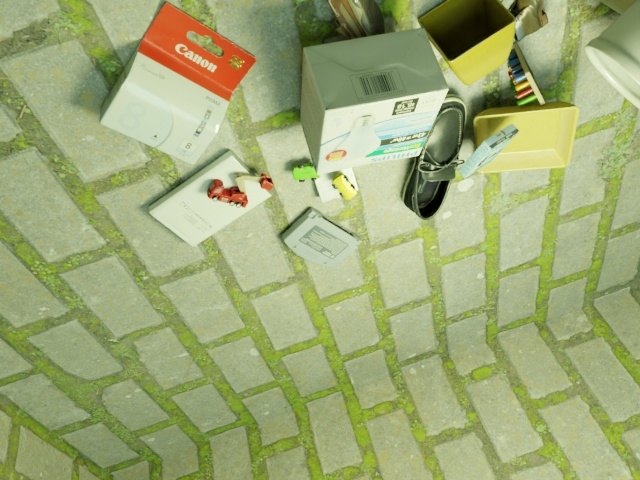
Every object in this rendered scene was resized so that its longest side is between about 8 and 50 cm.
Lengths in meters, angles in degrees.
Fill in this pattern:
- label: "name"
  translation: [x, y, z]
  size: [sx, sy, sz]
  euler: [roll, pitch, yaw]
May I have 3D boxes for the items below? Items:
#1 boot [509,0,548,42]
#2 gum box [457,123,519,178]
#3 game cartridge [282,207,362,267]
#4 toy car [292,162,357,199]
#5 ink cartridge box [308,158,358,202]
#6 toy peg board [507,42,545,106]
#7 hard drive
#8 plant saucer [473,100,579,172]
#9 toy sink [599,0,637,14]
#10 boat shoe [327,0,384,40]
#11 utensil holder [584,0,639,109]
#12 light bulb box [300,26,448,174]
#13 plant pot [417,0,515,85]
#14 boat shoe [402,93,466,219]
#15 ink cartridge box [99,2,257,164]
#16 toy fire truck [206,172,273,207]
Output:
- label: "boot"
  translation: [0.618, -0.708, 1.727]
  size: [0.106, 0.082, 0.219]
  euler: [-39, 135, 15]
- label: "gum box"
  translation: [0.577, -0.306, 1.939]
  size: [0.157, 0.041, 0.184]
  euler: [-31, 167, -27]
- label: "game cartridge"
  translation: [0.000, 0.000, 2.225]
  size: [0.198, 0.062, 0.297]
  euler: [-38, 134, 24]
- label: "toy car"
  translation: [0.013, -0.251, 1.960]
  size: [0.225, 0.053, 0.238]
  euler: [-7, 118, -6]
- label: "ink cartridge box"
  translation: [0.045, -0.239, 2.027]
  size: [0.146, 0.045, 0.179]
  euler: [-19, 118, 0]
- label: "toy peg board"
  translation: [0.662, -0.536, 1.867]
  size: [0.079, 0.161, 0.161]
  euler: [-25, 138, 27]
- label: "hard drive"
  translation: [-0.380, -0.138, 1.955]
  size: [0.353, 0.047, 0.233]
  euler: [-32, 135, 13]
- label: "plant saucer"
  translation: [0.722, -0.376, 2.006]
  size: [0.333, 0.080, 0.332]
  euler: [-2, 151, 16]
- label: "toy sink"
  translation: [1.032, -0.767, 1.767]
  size: [0.234, 0.152, 0.131]
  euler: [5, 131, -23]
- label: "boat shoe"
  translation: [0.102, -0.632, 1.610]
  size: [0.117, 0.123, 0.324]
  euler: [3, 153, 25]
- label: "utensil holder"
  translation: [1.024, -0.591, 1.604]
  size: [0.328, 0.327, 0.385]
  euler: [27, 116, -37]
- label: "light bulb box"
  translation: [0.137, -0.399, 1.670]
  size: [0.358, 0.225, 0.361]
  euler: [-12, 160, -8]
- label: "plant pot"
  translation: [0.453, -0.602, 1.699]
  size: [0.212, 0.212, 0.187]
  euler: [-31, 149, 11]
- label: "boat shoe"
  translation: [0.419, -0.284, 2.024]
  size: [0.187, 0.156, 0.500]
  euler: [-2, 132, -15]
- label: "ink cartridge box"
  translation: [-0.406, -0.431, 1.626]
  size: [0.308, 0.091, 0.385]
  euler: [23, 123, -36]
- label: "toy fire truck"
  translation: [-0.270, -0.177, 1.888]
  size: [0.192, 0.047, 0.135]
  euler: [15, 126, -30]
